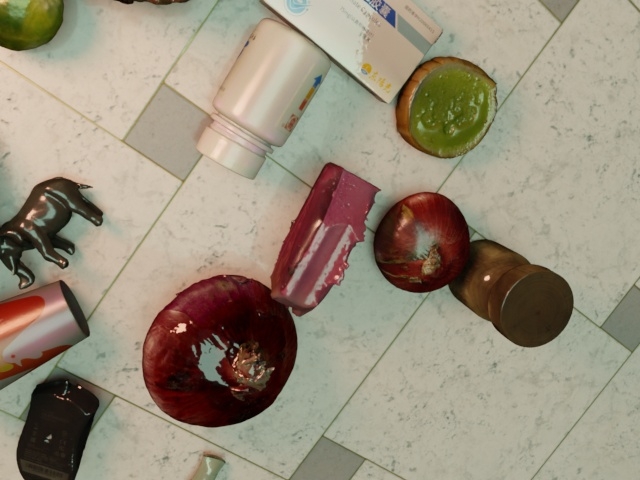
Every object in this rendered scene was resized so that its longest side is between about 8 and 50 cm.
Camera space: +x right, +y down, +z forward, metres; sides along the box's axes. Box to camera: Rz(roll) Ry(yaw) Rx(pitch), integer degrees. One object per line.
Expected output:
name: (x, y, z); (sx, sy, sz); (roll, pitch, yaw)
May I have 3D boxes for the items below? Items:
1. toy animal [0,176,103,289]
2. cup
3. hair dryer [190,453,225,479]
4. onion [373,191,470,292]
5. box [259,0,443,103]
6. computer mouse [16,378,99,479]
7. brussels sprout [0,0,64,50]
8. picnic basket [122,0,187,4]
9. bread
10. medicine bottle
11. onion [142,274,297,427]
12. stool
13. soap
toy animal: (-0.553, -0.019, 1.227); (0.146, 0.114, 0.245); (39, 72, -27)
cup: (-0.633, 0.201, 1.228); (0.288, 0.203, 0.203); (-26, 110, -14)
hair dryer: (-0.241, 0.654, 1.523); (0.237, 0.075, 0.206); (31, 90, -28)
onion: (0.242, 0.012, 1.412); (0.248, 0.161, 0.248); (-14, 116, -32)
box: (0.070, -0.467, 1.269); (0.343, 0.065, 0.200); (35, 94, -20)
computer mouse: (-0.578, 0.421, 1.349); (0.147, 0.088, 0.264); (19, 101, 0)
brussels sprout: (-0.546, -0.434, 1.083); (0.162, 0.144, 0.180); (-8, 90, 31)
picnic basket: (-0.329, -0.532, 1.021); (0.291, 0.321, 0.254); (6, 107, -14)
bread: (0.283, -0.296, 1.359); (0.236, 0.070, 0.236); (-6, 112, -16)
medicine bottle: (-0.118, -0.276, 1.221); (0.170, 0.170, 0.293); (29, 96, -20)
onion: (-0.192, 0.250, 1.294); (0.348, 0.285, 0.347); (-6, 101, -30)
stool: (0.431, 0.114, 1.422); (0.179, 0.264, 0.179); (-4, 106, -14)
soap: (0.000, 0.000, 1.311); (0.127, 0.220, 0.324); (24, 99, -10)
